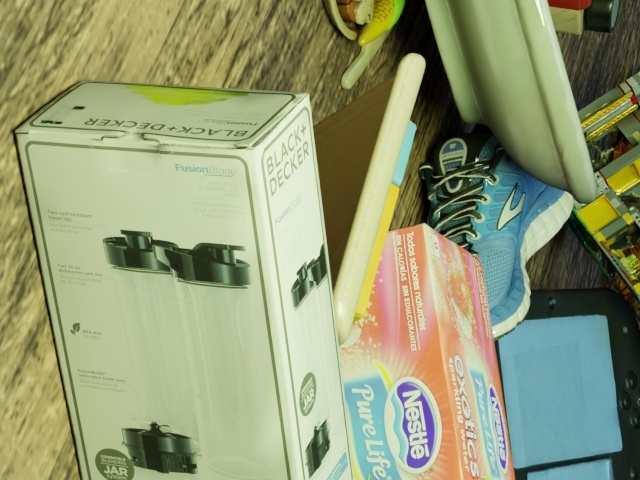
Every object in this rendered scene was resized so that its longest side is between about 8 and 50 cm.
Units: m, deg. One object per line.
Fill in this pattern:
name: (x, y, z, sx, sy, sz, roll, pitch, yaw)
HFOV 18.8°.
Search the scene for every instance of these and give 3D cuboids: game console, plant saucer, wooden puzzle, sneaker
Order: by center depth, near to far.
wooden puzzle: (0.000, 0.000, 1.392, 0.238, 0.044, 0.221, -35, -146, 59)
plant saucer: (0.146, -0.215, 1.687, 0.400, 0.100, 0.400, -15, 90, -83)
sneaker: (0.131, -0.016, 1.795, 0.147, 0.129, 0.330, 64, 32, -25)
game console: (0.238, 0.219, 1.951, 0.386, 0.060, 0.342, 1, 77, -53)

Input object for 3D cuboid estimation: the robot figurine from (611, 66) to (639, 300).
robot figurine: (0.420, -0.079, 2.452, 0.211, 0.085, 0.291, 62, 40, -53)

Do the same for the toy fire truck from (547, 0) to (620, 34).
toy fire truck: (0.234, -0.359, 1.933, 0.246, 0.158, 0.217, 78, 27, -55)

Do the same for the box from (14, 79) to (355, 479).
box: (-0.080, 0.048, 1.232, 0.087, 0.169, 0.290, -49, 137, -54)

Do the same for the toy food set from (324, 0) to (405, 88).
toy food set: (0.040, -0.231, 1.610, 0.132, 0.038, 0.192, -59, 146, -45)

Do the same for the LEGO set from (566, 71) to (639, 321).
LEGO set: (0.387, -0.028, 2.099, 0.255, 0.192, 0.331, 54, 4, -42)

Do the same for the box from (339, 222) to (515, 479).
box: (0.062, 0.155, 1.517, 0.154, 0.142, 0.300, 28, 52, -65)
